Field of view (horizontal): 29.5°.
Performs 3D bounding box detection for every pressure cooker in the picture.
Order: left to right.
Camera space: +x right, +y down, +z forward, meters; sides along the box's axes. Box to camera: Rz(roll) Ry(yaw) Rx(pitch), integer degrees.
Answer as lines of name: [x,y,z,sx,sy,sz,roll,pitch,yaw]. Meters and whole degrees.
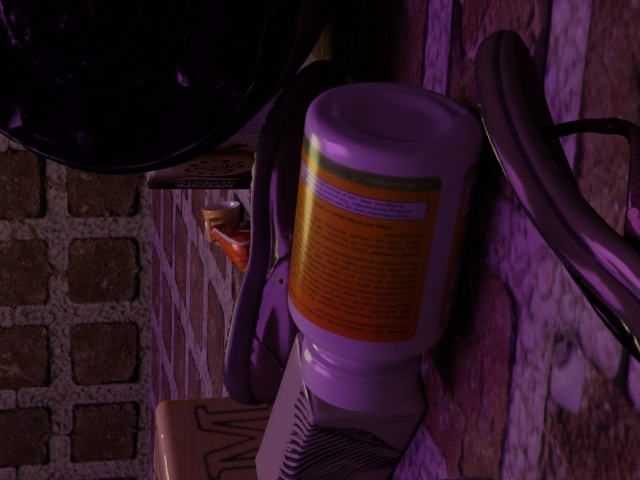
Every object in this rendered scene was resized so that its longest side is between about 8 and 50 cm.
pressure cooker: [-0.173,-0.278,1.260,0.420,0.369,0.376,-62,-21,-70]

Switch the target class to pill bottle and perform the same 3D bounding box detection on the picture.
pill bottle: [0.045,0.010,0.975,0.136,0.136,0.246,-113,25,-56]

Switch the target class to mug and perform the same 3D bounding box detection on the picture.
mug: [-0.163,-0.024,1.967,0.062,0.078,0.064,16,117,53]

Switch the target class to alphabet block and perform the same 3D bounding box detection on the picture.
alphabet block: [-0.105,0.325,1.509,0.197,0.193,0.192,-109,23,-51]

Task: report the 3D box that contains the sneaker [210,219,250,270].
sneaker: [-0.130,0.008,1.857,0.175,0.064,0.067,-129,30,-73]

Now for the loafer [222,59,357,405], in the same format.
loafer: [0.000,0.000,1.257,0.134,0.130,0.366,-13,-66,-70]

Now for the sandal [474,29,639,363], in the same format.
sandal: [0.169,0.010,0.588,0.303,0.086,0.120,60,-170,32]

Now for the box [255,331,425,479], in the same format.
box: [0.012,0.191,1.190,0.275,0.113,0.094,105,157,-54]

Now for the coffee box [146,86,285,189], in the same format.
coffee box: [-0.148,-0.159,1.688,0.297,0.168,0.119,139,128,-74]

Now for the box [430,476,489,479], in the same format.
box: [0.106,0.342,0.917,0.067,0.063,0.324,128,138,-71]
